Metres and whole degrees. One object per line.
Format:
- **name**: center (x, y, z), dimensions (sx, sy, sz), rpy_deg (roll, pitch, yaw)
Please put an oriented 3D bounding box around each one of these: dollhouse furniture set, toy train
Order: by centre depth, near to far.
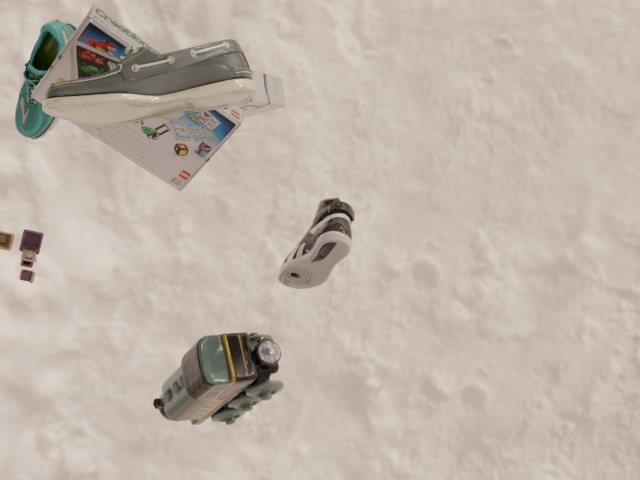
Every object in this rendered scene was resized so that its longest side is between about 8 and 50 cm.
- **dollhouse furniture set**: center (-0.548, 0.027, 1.458), dimensions (0.114, 0.081, 0.091), rpy_deg (14, 100, -21)
- **toy train**: center (-0.209, 0.281, 1.688), dimensions (0.334, 0.190, 0.142), rpy_deg (-42, 54, 49)

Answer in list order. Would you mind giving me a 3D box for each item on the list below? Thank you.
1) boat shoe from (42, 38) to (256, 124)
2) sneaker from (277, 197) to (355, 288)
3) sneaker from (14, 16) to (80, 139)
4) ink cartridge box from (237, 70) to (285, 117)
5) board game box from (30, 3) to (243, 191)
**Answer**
- **boat shoe**: center (-0.261, -0.245, 1.279), dimensions (0.319, 0.116, 0.099), rpy_deg (-9, 83, -13)
- **sneaker**: center (0.000, 0.000, 1.511), dimensions (0.079, 0.121, 0.217), rpy_deg (25, 145, -20)
- **sneaker**: center (-0.587, -0.339, 1.756), dimensions (0.107, 0.110, 0.275), rpy_deg (28, 110, 6)
- **ink cartridge box**: center (-0.152, -0.281, 1.616), dimensions (0.109, 0.150, 0.063), rpy_deg (-10, 87, 31)
- **board game box**: center (-0.310, -0.234, 1.441), dimensions (0.305, 0.053, 0.193), rpy_deg (34, 122, -23)
